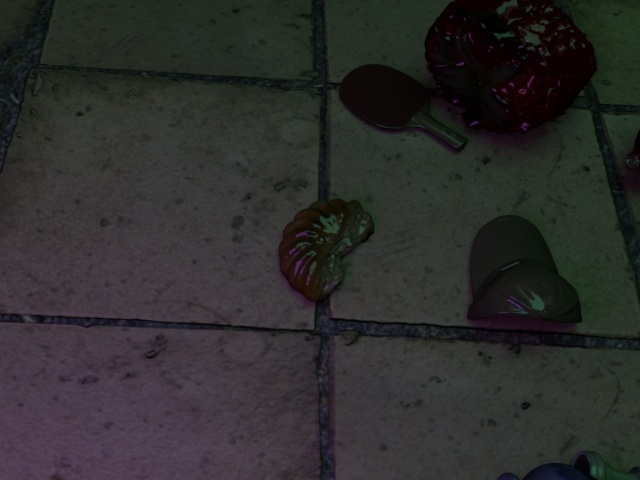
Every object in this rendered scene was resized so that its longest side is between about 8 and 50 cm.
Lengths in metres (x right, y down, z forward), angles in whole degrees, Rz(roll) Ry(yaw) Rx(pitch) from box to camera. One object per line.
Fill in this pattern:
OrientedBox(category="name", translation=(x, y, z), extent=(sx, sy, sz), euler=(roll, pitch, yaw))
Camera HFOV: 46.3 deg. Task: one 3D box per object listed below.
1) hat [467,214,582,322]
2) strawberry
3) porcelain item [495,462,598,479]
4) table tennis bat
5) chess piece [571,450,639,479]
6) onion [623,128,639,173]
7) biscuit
OrientedBox(category="hat", translation=(0.298, 0.036, 1.081), extent=(0.166, 0.144, 0.173), euler=(1, 79, -8))
OrientedBox(category="strawberry", translation=(0.325, -0.310, 1.244), extent=(0.261, 0.261, 0.257), euler=(40, 68, 18))
OrientedBox(category="porcelain item", translation=(0.320, 0.352, 0.871), extent=(0.259, 0.141, 0.141), euler=(26, 57, 0))
OrientedBox(category="table tennis bat", translation=(0.144, -0.226, 1.293), extent=(0.246, 0.022, 0.138), euler=(36, 61, 19))
OrientedBox(category="chess piece", translation=(0.399, 0.309, 0.955), extent=(0.149, 0.059, 0.059), euler=(12, 56, -7))
OrientedBox(category="onion", translation=(0.576, -0.152, 1.216), extent=(0.194, 0.159, 0.159), euler=(-20, 61, -6))
OrientedBox(category="biscuit", translation=(0.000, 0.000, 1.102), extent=(0.118, 0.061, 0.183), euler=(25, 58, 11))
